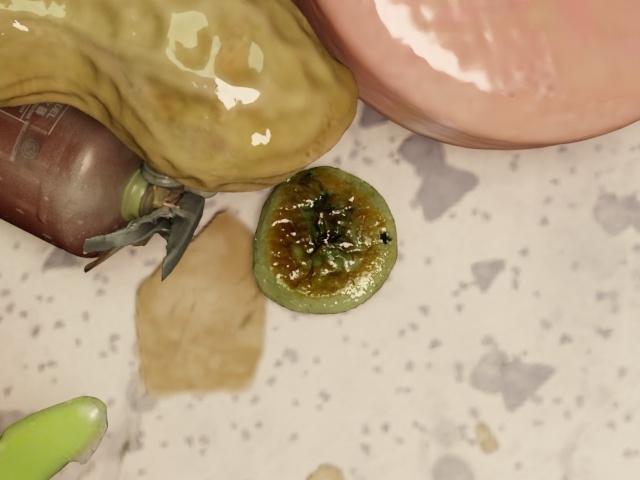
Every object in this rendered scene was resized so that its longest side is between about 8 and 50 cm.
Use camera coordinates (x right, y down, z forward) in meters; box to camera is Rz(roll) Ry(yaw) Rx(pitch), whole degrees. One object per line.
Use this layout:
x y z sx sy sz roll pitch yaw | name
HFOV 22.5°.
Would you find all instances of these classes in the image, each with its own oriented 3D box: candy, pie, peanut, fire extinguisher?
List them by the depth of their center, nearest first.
-0.120 -0.109 0.776 0.298 0.120 0.136 23 64 16 | peanut
0.105 -0.166 0.795 0.255 0.094 0.255 0 90 -11 | candy
0.002 -0.001 0.850 0.084 0.021 0.084 -4 72 13 | pie
-0.169 -0.056 0.869 0.269 0.105 0.104 26 80 20 | fire extinguisher

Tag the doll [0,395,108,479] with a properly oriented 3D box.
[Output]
-0.250 0.089 0.797 0.236 0.213 0.213 40 85 8 | doll
